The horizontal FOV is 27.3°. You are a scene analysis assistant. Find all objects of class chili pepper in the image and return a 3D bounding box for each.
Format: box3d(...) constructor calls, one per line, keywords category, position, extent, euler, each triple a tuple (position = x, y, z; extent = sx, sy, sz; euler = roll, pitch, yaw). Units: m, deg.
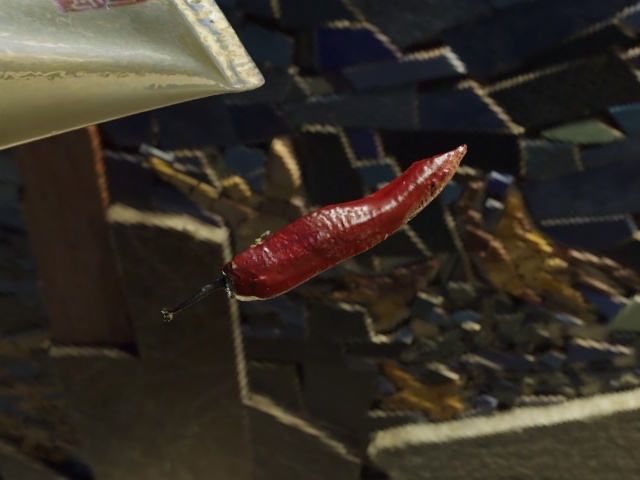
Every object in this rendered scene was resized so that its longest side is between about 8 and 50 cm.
box3d(category="chili pepper", position=(0.000, 0.000, 1.001), extent=(0.050, 0.268, 0.059), euler=(63, 176, 19))

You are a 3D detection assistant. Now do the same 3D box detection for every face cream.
box3d(category="face cream", position=(-0.188, -0.077, 0.571), extent=(0.341, 0.137, 0.084), euler=(-25, -13, -36))
